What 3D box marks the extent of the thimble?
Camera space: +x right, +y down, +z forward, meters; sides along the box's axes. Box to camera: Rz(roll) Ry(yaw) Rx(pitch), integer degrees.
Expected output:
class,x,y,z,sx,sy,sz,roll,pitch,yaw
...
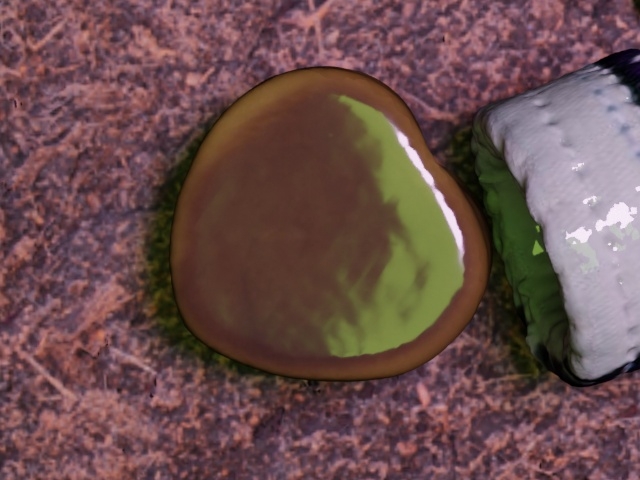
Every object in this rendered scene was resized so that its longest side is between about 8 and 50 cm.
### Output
class,x,y,z,sx,sy,sz,roll,pitch,yaw
thimble,0.201,-0.021,1.167,0.150,0.237,0.237,-19,95,-5

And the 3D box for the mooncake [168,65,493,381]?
class,x,y,z,sx,sy,sz,roll,pitch,yaw
mooncake,0.000,0.000,1.203,0.235,0.117,0.234,1,95,7
